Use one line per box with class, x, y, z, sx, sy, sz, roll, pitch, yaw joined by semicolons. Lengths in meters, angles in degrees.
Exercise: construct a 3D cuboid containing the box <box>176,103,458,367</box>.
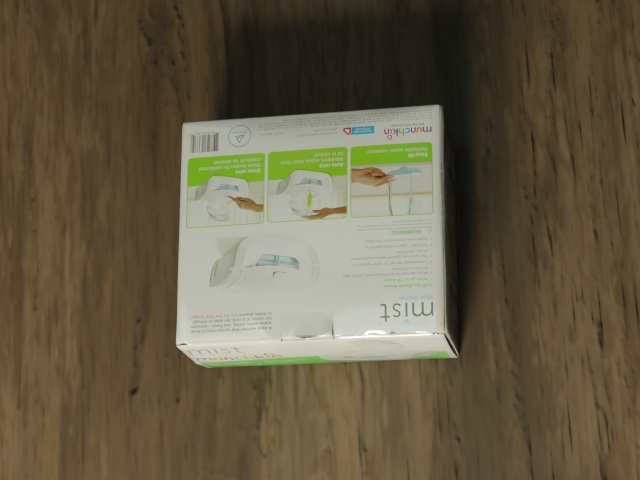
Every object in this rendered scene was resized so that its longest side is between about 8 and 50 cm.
box;0.000;0.000;1.468;0.262;0.127;0.231;-4;74;11
